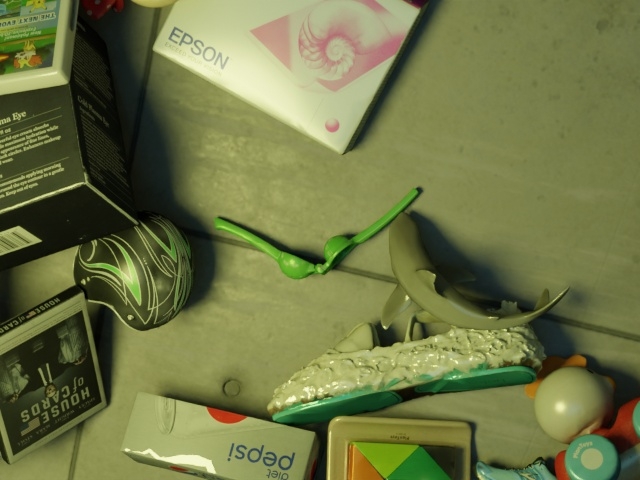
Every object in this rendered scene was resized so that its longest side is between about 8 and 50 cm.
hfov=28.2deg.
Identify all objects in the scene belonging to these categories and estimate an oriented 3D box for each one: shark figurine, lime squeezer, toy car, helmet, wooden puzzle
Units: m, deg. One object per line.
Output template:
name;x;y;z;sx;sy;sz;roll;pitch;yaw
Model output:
shark figurine;0.189;0.070;1.772;0.278;0.116;0.166;27;71;19
lime squeezer;0.000;0.000;1.891;0.310;0.059;0.110;-9;64;10
toy car;0.395;0.245;1.807;0.210;0.219;0.238;-32;59;2
helmet;-0.263;0.042;1.870;0.161;0.169;0.169;23;101;26
wooden puzzle;0.117;0.380;1.859;0.221;0.044;0.239;4;83;-13

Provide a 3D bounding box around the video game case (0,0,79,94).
video game case;-0.486;-0.326;1.773;0.329;0.036;0.300;-7;63;16

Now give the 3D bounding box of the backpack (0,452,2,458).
backpack;-0.520;0.245;1.930;0.158;0.117;0.173;24;62;5

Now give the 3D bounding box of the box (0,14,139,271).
box;-0.467;-0.135;1.815;0.343;0.179;0.313;-18;68;11

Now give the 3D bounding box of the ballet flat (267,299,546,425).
ballet flat;0.121;0.176;1.865;0.408;0.147;0.147;-11;96;7

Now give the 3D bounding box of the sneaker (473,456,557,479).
sneaker;0.305;0.352;1.887;0.162;0.063;0.073;17;85;0

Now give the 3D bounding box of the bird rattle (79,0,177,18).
bird rattle;-0.247;-0.414;1.791;0.207;0.143;0.253;38;94;34

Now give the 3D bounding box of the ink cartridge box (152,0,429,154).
ink cartridge box;-0.028;-0.342;1.834;0.324;0.071;0.330;29;102;5

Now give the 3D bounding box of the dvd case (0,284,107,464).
dvd case;-0.410;0.199;1.873;0.029;0.179;0.239;33;141;37

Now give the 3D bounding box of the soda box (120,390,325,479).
soda box;-0.145;0.307;1.895;0.286;0.091;0.098;11;72;15
